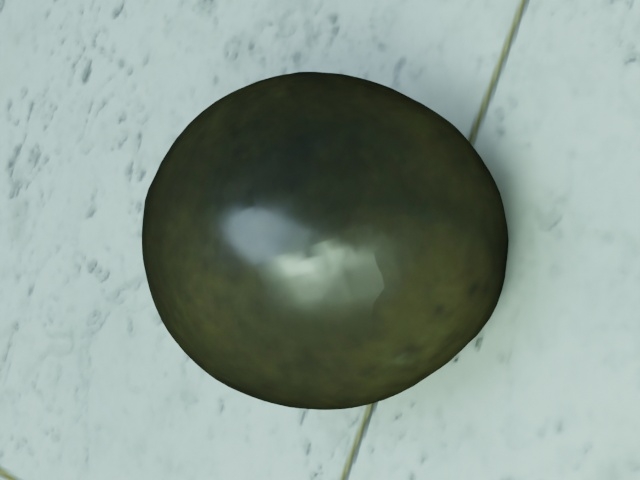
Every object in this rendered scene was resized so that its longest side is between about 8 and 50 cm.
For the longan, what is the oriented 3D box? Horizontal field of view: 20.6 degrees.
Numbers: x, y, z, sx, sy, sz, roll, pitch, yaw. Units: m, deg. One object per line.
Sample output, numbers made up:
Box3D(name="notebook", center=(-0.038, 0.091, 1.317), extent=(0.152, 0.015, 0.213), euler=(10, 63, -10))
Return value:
Box3D(name="longan", center=(0.000, 0.000, 0.865), extent=(0.187, 0.167, 0.167), euler=(4, 81, 20))
